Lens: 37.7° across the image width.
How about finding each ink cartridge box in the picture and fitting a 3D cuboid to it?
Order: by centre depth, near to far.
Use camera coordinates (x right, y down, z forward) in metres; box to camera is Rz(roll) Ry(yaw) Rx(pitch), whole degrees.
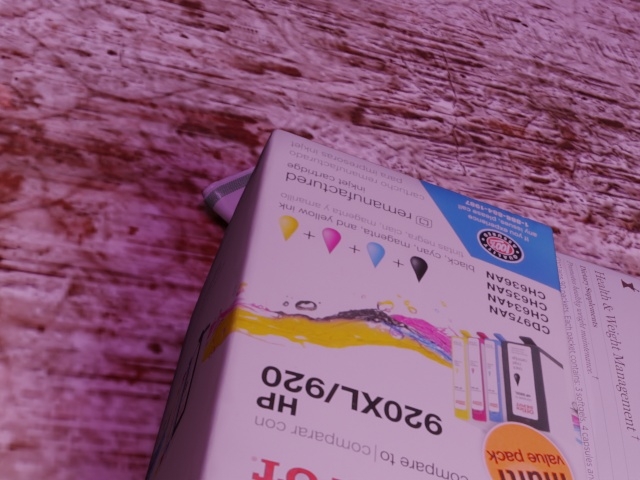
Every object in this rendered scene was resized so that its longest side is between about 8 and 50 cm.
[{"bbox_3d":[0.013,0.098,0.467,0.171,0.168,0.232,19,42,-11],"label":"ink cartridge box"}]

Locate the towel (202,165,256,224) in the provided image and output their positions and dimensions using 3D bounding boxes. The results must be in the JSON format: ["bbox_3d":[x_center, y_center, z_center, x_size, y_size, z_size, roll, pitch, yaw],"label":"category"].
[{"bbox_3d":[0.000,0.000,0.681,0.152,0.023,0.113,45,46,17],"label":"towel"}]

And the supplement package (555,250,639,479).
[{"bbox_3d":[0.189,0.143,0.530,0.203,0.149,0.194,18,41,-10],"label":"supplement package"}]
